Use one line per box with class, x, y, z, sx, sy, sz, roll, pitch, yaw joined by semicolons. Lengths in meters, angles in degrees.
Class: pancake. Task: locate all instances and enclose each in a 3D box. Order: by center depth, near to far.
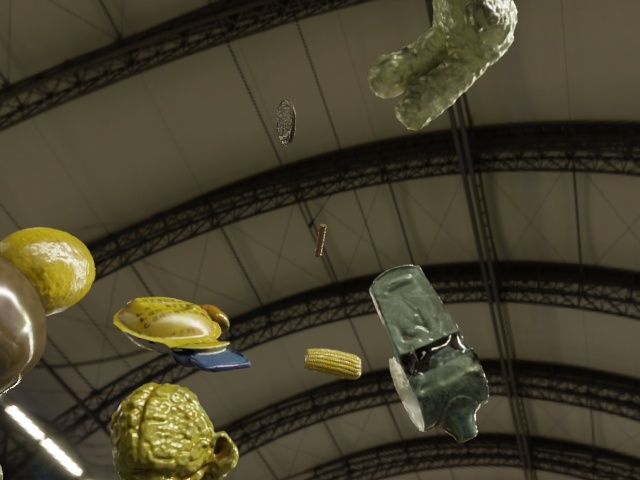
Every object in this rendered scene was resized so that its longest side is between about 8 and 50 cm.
pancake;-0.081;-0.275;1.454;0.011;0.114;0.114;-5;-37;-23

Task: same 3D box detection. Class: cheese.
cheese;-0.194;0.129;0.862;0.250;0.157;0.064;21;-77;47

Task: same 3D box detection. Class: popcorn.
popcorn;-0.341;0.453;1.376;0.286;0.225;0.173;43;-46;8

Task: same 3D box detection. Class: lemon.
lemon;-0.831;0.091;1.864;0.286;0.316;0.285;19;-47;22

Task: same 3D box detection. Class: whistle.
whistle;0.247;0.259;1.439;0.168;0.188;0.404;-22;-81;-10

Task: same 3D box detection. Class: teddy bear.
teddy bear;0.204;-0.460;1.113;0.375;0.327;0.362;-36;-41;6

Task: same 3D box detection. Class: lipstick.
lipstick;0.000;0.000;1.646;0.019;0.019;0.094;16;-61;9

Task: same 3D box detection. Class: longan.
longan;-0.797;0.174;1.353;0.405;0.336;0.404;25;-28;14

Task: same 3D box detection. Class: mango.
mango;-0.362;0.261;2.033;0.115;0.089;0.165;54;-32;-5

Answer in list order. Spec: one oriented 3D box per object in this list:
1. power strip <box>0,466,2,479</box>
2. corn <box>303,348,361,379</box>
power strip;-0.807;0.634;1.489;0.048;0.080;0.285;48;-48;36
corn;0.035;0.354;1.796;0.166;0.085;0.063;10;-39;-7
